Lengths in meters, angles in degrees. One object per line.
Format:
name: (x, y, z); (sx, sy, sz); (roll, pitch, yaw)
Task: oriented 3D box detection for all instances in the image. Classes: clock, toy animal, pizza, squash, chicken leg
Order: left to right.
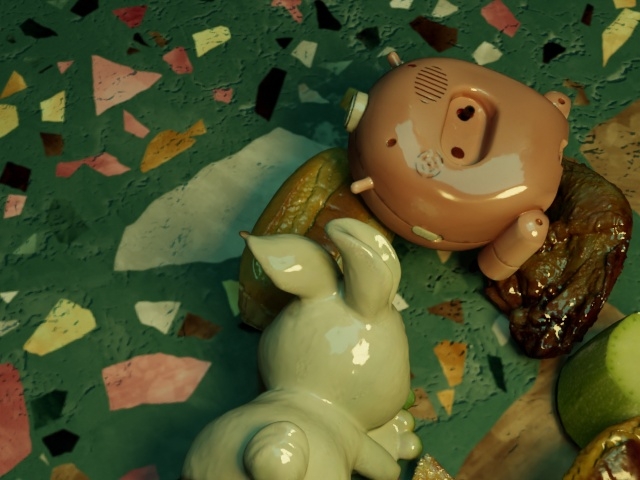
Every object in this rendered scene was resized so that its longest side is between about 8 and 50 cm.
toy animal: (-0.010, 0.148, 1.282); (0.182, 0.247, 0.310); (18, 71, 31)
pizza: (0.120, 0.261, 1.326); (0.083, 0.025, 0.078); (-4, 61, -11)
clock: (0.144, -0.106, 1.409); (0.241, 0.142, 0.227); (22, 58, -8)
chicken leg: (0.272, -0.002, 1.474); (0.177, 0.083, 0.322); (8, 58, 27)
squash: (0.341, 0.155, 1.348); (0.170, 0.123, 0.170); (2, 60, -4)

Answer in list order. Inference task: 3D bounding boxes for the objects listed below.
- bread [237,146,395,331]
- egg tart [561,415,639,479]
bread: (0.000, 0.000, 1.450); (0.140, 0.106, 0.236); (25, 61, 13)
egg tart: (0.367, 0.333, 1.199); (0.339, 0.153, 0.351); (-38, 68, -22)
